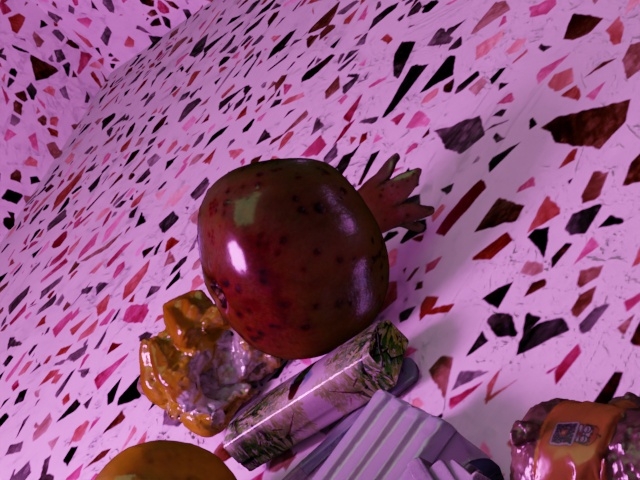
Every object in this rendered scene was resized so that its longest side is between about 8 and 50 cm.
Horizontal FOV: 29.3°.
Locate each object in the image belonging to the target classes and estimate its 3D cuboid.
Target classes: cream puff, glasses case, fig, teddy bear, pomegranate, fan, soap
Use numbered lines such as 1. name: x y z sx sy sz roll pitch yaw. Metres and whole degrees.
1. cream puff: -0.171 0.162 1.818 0.221 0.195 0.194 -49 23 -12
2. glasses case: -0.009 0.199 1.588 0.272 0.062 0.095 -35 18 31
3. fig: -0.200 0.365 1.516 0.207 0.207 0.230 -90 24 -58
4. teddy bear: 0.256 0.198 1.081 0.190 0.140 0.177 -12 37 41
5. pomegranate: -0.022 -0.002 1.702 0.290 0.291 0.323 -16 27 51
6. fan: 0.018 0.250 1.543 0.282 0.023 0.057 -43 25 6
7. soap: 0.046 0.302 1.323 0.265 0.087 0.160 -52 24 -10

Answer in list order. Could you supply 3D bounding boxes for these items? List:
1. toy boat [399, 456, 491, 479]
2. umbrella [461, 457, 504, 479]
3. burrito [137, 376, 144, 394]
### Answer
1. toy boat: 0.143 0.268 1.066 0.085 0.078 0.260 -52 26 7
2. umbrella: 0.130 0.307 1.170 0.071 0.071 0.248 -31 18 33
3. burrito: -0.256 0.232 2.014 0.058 0.045 0.188 -30 11 -30
